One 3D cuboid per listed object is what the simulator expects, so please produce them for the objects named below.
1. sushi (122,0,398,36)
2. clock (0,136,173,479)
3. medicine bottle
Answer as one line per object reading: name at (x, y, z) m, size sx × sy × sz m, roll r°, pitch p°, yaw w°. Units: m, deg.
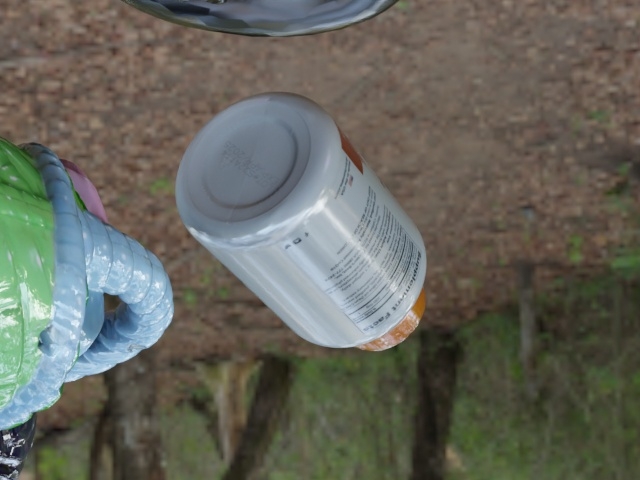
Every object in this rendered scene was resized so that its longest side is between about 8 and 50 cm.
sushi at (-0.041, -0.204, 0.683) m, size 0.215 × 0.212 × 0.227 m, roll -4°, pitch 170°, yaw 42°
clock at (-0.151, 0.032, 0.457) m, size 0.194 × 0.100 × 0.195 m, roll -21°, pitch 153°, yaw 19°
medicine bottle at (0.000, 0.000, 1.314) m, size 0.157 × 0.157 × 0.288 m, roll -7°, pitch 149°, yaw 25°
